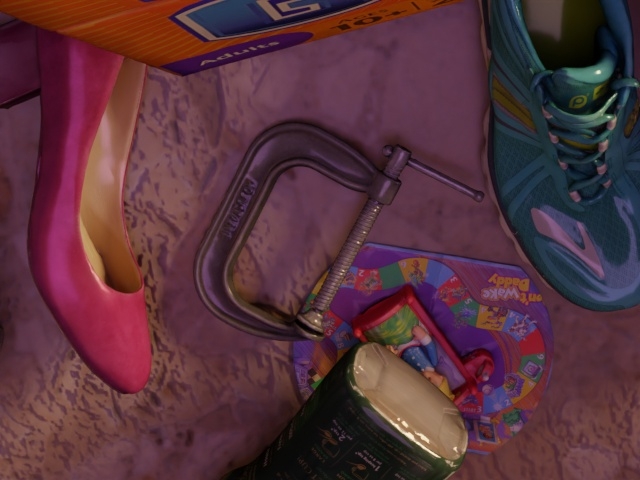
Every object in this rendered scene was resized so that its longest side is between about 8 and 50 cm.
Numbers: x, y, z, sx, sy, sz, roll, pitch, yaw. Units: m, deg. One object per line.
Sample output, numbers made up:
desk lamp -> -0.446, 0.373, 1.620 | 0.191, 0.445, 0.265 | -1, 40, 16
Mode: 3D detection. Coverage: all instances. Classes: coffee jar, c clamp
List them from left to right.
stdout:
coffee jar -> 0.000, 0.154, 0.940 | 0.096, 0.079, 0.184 | 40, 116, -8
c clamp -> 0.000, 0.000, 0.927 | 0.137, 0.022, 0.160 | 34, 105, 1

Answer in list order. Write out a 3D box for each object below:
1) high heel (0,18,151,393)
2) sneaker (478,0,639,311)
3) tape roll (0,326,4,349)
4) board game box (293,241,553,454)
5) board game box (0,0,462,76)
high heel -> -0.118, -0.031, 0.897 | 0.117, 0.082, 0.244 | -16, 94, 15
sneaker -> 0.141, -0.079, 0.867 | 0.107, 0.110, 0.275 | -15, 108, 4
tape roll -> -0.393, 0.031, 0.919 | 0.392, 0.072, 0.392 | 0, 107, -1
board game box -> 0.067, 0.076, 0.956 | 0.169, 0.033, 0.133 | 9, 107, -4
board game box -> 0.021, -0.294, 0.574 | 0.357, 0.356, 0.356 | -14, 87, 11
